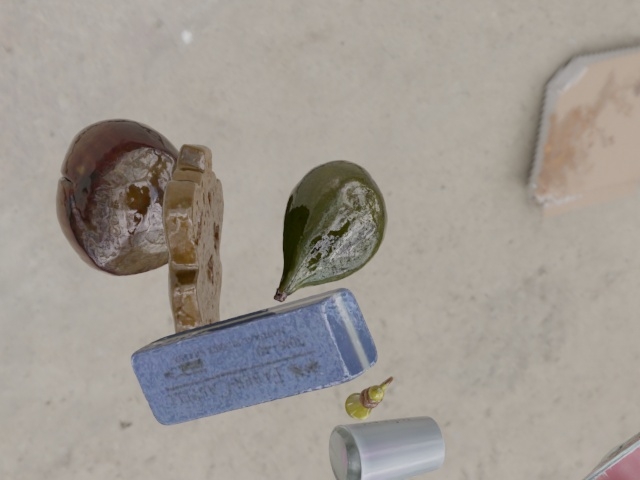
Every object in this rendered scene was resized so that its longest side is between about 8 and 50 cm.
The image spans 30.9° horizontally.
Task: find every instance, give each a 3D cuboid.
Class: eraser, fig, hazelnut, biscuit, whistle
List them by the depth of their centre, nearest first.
[{"bbox_3d":[-0.063,0.109,1.072,0.225,0.036,0.082,-16,104,21],"label":"eraser"},{"bbox_3d":[-0.148,0.038,1.352,0.043,0.278,0.302,-1,89,3],"label":"biscuit"},{"bbox_3d":[-0.009,-0.013,1.398,0.184,0.126,0.133,-28,146,-20],"label":"fig"},{"bbox_3d":[-0.290,-0.070,1.705,0.229,0.229,0.230,-18,132,-21],"label":"hazelnut"},{"bbox_3d":[0.086,0.249,1.844,0.057,0.046,0.109,-7,160,-26],"label":"whistle"}]

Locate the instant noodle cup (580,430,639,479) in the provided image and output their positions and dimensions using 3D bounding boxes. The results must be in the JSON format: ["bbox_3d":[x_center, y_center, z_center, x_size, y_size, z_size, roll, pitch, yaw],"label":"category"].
[{"bbox_3d":[0.369,0.223,0.904,0.244,0.255,0.244,-33,163,-12],"label":"instant noodle cup"}]

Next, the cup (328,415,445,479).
[{"bbox_3d":[0.064,0.228,1.271,0.116,0.104,0.074,-7,94,-27],"label":"cup"}]
